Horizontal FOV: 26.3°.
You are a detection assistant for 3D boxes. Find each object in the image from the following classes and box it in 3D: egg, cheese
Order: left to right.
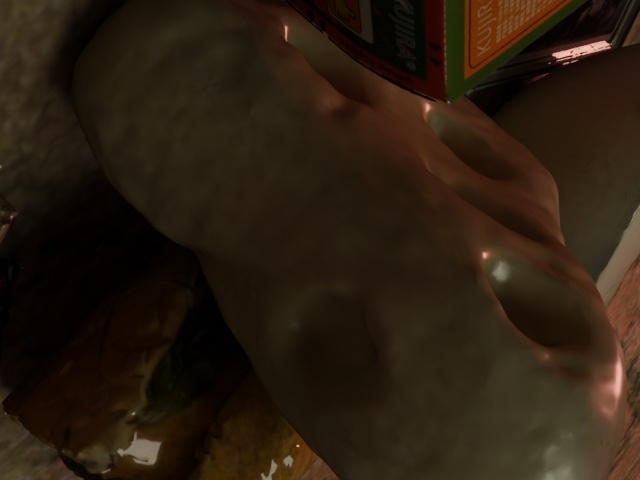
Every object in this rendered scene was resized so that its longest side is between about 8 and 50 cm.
[{"bbox_3d":[0.066,0.006,0.775,0.129,0.351,0.328,-52,155,22],"label":"cheese"},{"bbox_3d":[0.205,-0.059,1.078,0.206,0.162,0.271,-20,142,-57],"label":"egg"}]

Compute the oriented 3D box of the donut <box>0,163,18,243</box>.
[{"bbox_3d":[-0.226,0.003,0.660,0.166,0.065,0.117,11,117,-56],"label":"donut"}]

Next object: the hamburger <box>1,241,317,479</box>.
[{"bbox_3d":[-0.067,0.087,0.865,0.209,0.162,0.330,-49,175,-16],"label":"hamburger"}]

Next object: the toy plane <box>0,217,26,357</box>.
[{"bbox_3d":[-0.200,0.045,0.782,0.060,0.037,0.145,-29,148,-39],"label":"toy plane"}]

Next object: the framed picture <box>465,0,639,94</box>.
[{"bbox_3d":[0.218,-0.241,1.018,0.232,0.019,0.296,-19,141,-42],"label":"framed picture"}]

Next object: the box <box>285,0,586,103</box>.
[{"bbox_3d":[0.044,-0.204,0.652,0.148,0.177,0.195,-38,151,-18],"label":"box"}]
